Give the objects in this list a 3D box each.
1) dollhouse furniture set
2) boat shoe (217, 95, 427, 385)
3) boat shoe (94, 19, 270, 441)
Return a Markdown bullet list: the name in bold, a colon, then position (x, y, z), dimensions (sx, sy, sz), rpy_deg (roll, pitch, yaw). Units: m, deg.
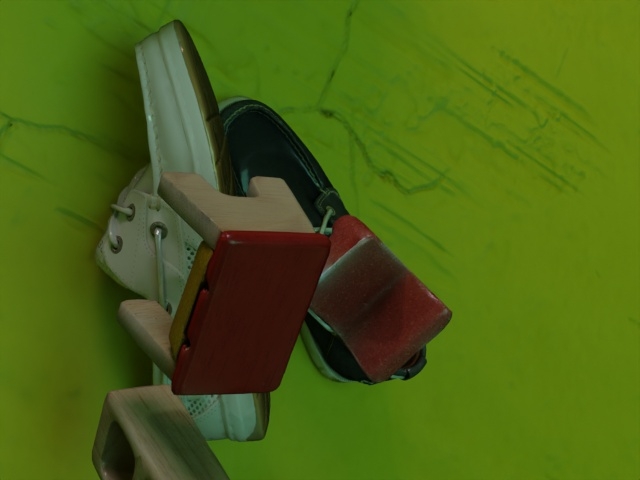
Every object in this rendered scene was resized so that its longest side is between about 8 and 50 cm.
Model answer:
- **dollhouse furniture set**: position (-0.023, 0.157, 0.819), dimensions (0.201, 0.152, 0.374), rpy_deg (0, 124, -33)
- **boat shoe**: position (0.000, 0.000, 0.967), dimensions (0.084, 0.079, 0.233), rpy_deg (-39, 110, -24)
- **boat shoe**: position (-0.098, 0.003, 0.888), dimensions (0.096, 0.098, 0.277), rpy_deg (-7, 103, 3)
